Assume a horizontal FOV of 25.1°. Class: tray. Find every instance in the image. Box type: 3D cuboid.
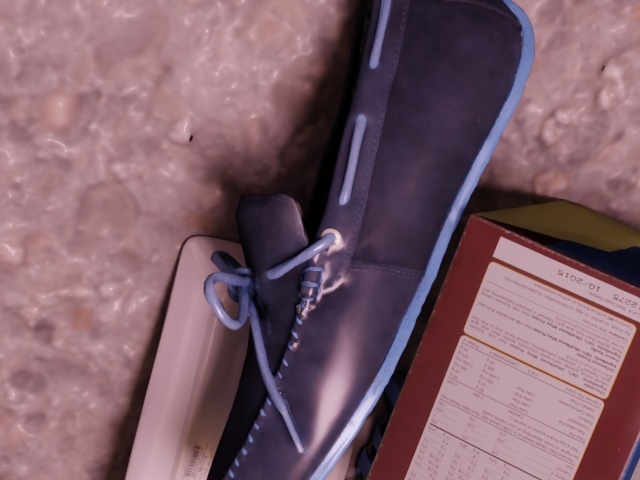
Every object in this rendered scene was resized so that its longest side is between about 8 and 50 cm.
[{"bbox_3d":[-0.047,0.141,0.917,0.145,0.030,0.270,12,97,-17],"label":"tray"}]

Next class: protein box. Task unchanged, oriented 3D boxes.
[{"bbox_3d":[0.145,0.096,0.871,0.200,0.136,0.201,-8,121,-65],"label":"protein box"}]

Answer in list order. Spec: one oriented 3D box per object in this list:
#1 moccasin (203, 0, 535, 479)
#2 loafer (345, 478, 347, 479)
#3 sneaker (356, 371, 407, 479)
[{"bbox_3d":[0.000,0.000,0.831,0.117,0.138,0.342,27,81,-13],"label":"moccasin"},{"bbox_3d":[-0.086,0.246,1.010,0.267,0.084,0.096,-25,169,-2],"label":"loafer"},{"bbox_3d":[0.055,0.156,1.006,0.059,0.053,0.144,-14,123,-7],"label":"sneaker"}]
